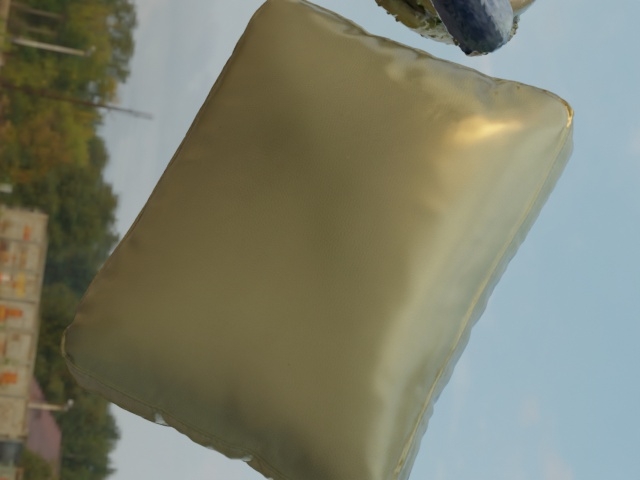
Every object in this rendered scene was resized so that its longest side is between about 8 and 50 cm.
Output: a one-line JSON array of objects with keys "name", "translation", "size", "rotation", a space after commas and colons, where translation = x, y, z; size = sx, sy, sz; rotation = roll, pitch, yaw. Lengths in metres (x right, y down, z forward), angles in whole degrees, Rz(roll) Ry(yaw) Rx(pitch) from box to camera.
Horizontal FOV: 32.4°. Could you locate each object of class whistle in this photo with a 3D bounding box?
[{"name": "whistle", "translation": [0.072, -0.292, 0.913], "size": [0.304, 0.062, 0.062], "rotation": [59, -16, -8]}]

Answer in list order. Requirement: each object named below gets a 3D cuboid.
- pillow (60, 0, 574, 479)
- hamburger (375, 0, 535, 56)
[{"name": "pillow", "translation": [0.000, 0.000, 0.744], "size": [0.322, 0.255, 0.119], "rotation": [-62, 163, -18]}, {"name": "hamburger", "translation": [0.131, -0.285, 1.120], "size": [0.122, 0.190, 0.215], "rotation": [132, -39, -57]}]
